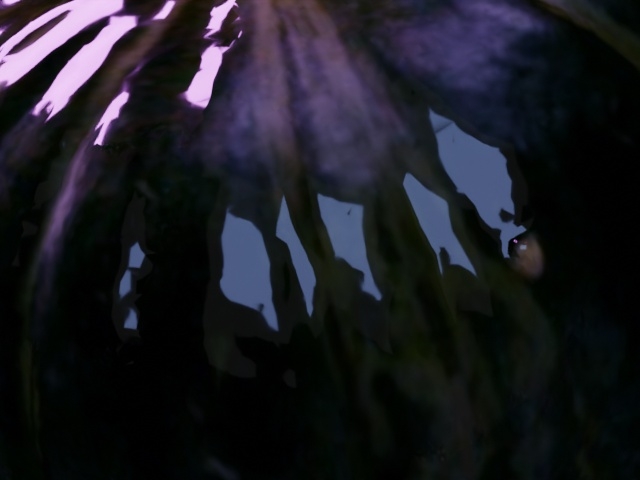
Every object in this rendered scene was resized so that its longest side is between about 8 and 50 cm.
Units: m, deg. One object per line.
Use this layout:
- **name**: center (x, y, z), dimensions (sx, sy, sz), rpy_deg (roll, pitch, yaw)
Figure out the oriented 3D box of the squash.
- **squash**: center (-0.002, -0.003, 0.446), dimensions (0.218, 0.218, 0.172), rpy_deg (-12, 112, -2)
